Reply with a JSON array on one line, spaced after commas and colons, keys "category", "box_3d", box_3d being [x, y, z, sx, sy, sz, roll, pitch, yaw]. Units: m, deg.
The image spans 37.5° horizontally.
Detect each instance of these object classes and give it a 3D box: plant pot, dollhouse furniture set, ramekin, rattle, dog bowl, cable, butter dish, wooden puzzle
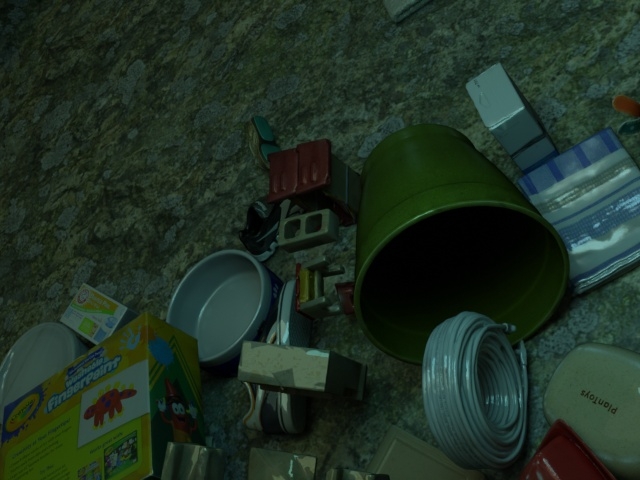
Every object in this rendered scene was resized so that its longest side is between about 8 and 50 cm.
[{"category": "plant pot", "box_3d": [0.214, -0.023, 1.707, 0.366, 0.366, 0.353, -33, 36, 16]}, {"category": "dollhouse furniture set", "box_3d": [-0.054, 0.390, 1.635, 0.362, 0.256, 0.394, 5, 79, 17]}, {"category": "ramekin", "box_3d": [-0.638, 0.338, 2.234, 0.273, 0.127, 0.273, -18, 54, 27]}, {"category": "rattle", "box_3d": [0.598, -0.193, 1.595, 0.143, 0.200, 0.130, 13, 71, 41]}, {"category": "dog bowl", "box_3d": [-0.201, 0.157, 2.038, 0.265, 0.104, 0.265, -19, 54, 27]}, {"category": "cable", "box_3d": [0.253, 0.243, 1.535, 0.089, 0.257, 0.257, -16, 61, 34]}, {"category": "butter dish", "box_3d": [0.354, 0.381, 1.416, 0.118, 0.160, 0.160, -18, 52, -28]}, {"category": "wooden puzzle", "box_3d": [0.154, 0.459, 1.627, 0.239, 0.044, 0.221, 20, 76, 47]}, {"category": "dollhouse furniture set", "box_3d": [0.000, 0.000, 1.933, 0.152, 0.201, 0.374, -14, 61, 29]}]

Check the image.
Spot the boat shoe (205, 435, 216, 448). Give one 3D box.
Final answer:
[{"category": "boat shoe", "box_3d": [-0.242, 0.514, 1.839, 0.094, 0.109, 0.302, -13, 54, 3]}]

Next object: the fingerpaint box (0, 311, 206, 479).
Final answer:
[{"category": "fingerpaint box", "box_3d": [-0.440, 0.416, 1.882, 0.445, 0.163, 0.371, -34, 44, 22]}]

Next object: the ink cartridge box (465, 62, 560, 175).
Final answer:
[{"category": "ink cartridge box", "box_3d": [0.369, -0.224, 1.793, 0.082, 0.191, 0.139, -31, 49, 17]}]

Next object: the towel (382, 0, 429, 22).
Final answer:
[{"category": "towel", "box_3d": [0.260, -0.655, 2.253, 0.282, 0.049, 0.187, -33, 47, 16]}]

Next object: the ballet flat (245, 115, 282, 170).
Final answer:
[{"category": "ballet flat", "box_3d": [-0.134, -0.215, 2.266, 0.067, 0.073, 0.206, -56, 35, 33]}]

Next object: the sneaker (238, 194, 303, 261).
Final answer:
[{"category": "sneaker", "box_3d": [-0.103, -0.070, 2.108, 0.078, 0.106, 0.234, 26, 80, 43]}]

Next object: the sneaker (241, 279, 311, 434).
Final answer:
[{"category": "sneaker", "box_3d": [-0.095, 0.230, 1.892, 0.127, 0.126, 0.321, -8, 59, 21]}]

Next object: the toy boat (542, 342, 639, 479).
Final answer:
[{"category": "toy boat", "box_3d": [0.511, 0.218, 1.456, 0.318, 0.148, 0.267, -57, 40, 3]}]

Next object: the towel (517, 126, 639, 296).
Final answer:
[{"category": "towel", "box_3d": [0.492, -0.057, 1.696, 0.209, 0.034, 0.285, -31, 51, 17]}]

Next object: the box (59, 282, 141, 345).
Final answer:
[{"category": "box", "box_3d": [-0.508, 0.195, 2.244, 0.203, 0.103, 0.114, 20, 76, 43]}]
